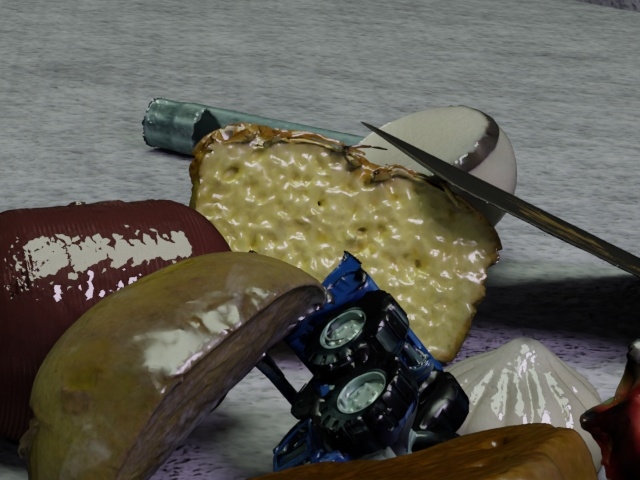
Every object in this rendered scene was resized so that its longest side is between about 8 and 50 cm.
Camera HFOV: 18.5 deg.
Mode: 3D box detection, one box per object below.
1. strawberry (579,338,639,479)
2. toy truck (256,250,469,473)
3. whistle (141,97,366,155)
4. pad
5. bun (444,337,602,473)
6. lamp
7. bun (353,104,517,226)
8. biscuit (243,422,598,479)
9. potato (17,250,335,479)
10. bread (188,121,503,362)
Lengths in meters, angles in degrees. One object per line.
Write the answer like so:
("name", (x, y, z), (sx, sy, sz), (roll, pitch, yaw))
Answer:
("strawberry", (0.322, 0.171, 1.248), (0.306, 0.138, 0.233), (40, 52, 23))
("toy truck", (0.026, 0.112, 1.328), (0.126, 0.113, 0.208), (-31, 27, 14))
("whistle", (-0.055, -0.105, 2.169), (0.312, 0.062, 0.062), (13, 18, 28))
("pad", (0.239, -0.021, 1.679), (0.375, 0.063, 0.315), (24, 9, -24))
("bun", (0.141, 0.115, 1.403), (0.138, 0.094, 0.138), (4, 20, -2))
("lamp", (-0.165, 0.061, 1.400), (0.258, 0.180, 0.180), (-5, 18, -17))
("bun", (0.109, -0.045, 1.893), (0.172, 0.120, 0.173), (-17, 29, 10))
("biscuit", (-0.026, 0.169, 1.046), (0.359, 0.074, 0.381), (-13, -4, 3))
("potato", (-0.109, 0.064, 1.246), (0.120, 0.100, 0.261), (35, 61, 16))
("bread", (0.005, -0.001, 1.623), (0.260, 0.160, 0.147), (12, -1, -15))
